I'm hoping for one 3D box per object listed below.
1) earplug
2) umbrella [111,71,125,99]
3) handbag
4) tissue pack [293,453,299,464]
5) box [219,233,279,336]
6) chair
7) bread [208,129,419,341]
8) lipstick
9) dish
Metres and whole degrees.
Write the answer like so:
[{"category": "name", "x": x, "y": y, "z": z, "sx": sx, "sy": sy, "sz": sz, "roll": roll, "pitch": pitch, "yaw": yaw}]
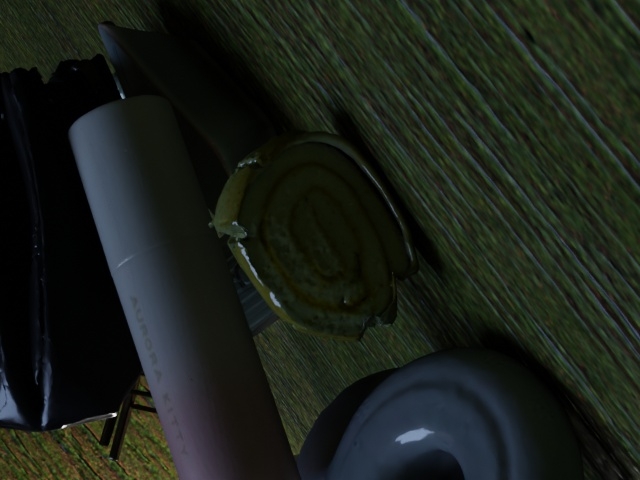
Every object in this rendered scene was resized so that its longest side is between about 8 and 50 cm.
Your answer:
[{"category": "earplug", "x": 0.089, "y": 0.185, "z": 1.243, "sx": 0.175, "sy": 0.214, "sz": 0.325, "roll": 17, "pitch": 173, "yaw": -11}, {"category": "umbrella", "x": -0.157, "y": -0.108, "z": 1.704, "sx": 0.143, "sy": 0.062, "sz": 0.067, "roll": 56, "pitch": 138, "yaw": 1}, {"category": "handbag", "x": -0.206, "y": -0.014, "z": 1.479, "sx": 0.342, "sy": 0.152, "sz": 0.288, "roll": -54, "pitch": -46, "yaw": -78}, {"category": "tissue pack", "x": 0.008, "y": 0.408, "z": 2.053, "sx": 0.137, "sy": 0.209, "sz": 0.270, "roll": -14, "pitch": 117, "yaw": 34}, {"category": "box", "x": -0.052, "y": 0.032, "z": 1.522, "sx": 0.084, "sy": 0.122, "sz": 0.069, "roll": 54, "pitch": 180, "yaw": 16}, {"category": "chair", "x": -0.198, "y": 0.149, "z": 2.393, "sx": 0.186, "sy": 0.319, "sz": 0.160, "roll": 10, "pitch": 164, "yaw": 1}, {"category": "bread", "x": 0.000, "y": 0.000, "z": 1.209, "sx": 0.156, "sy": 0.117, "sz": 0.064, "roll": 57, "pitch": 167, "yaw": -8}, {"category": "lipstick", "x": -0.104, "y": 0.052, "z": 1.315, "sx": 0.087, "sy": 0.087, "sz": 0.327, "roll": 96, "pitch": 154, "yaw": -72}, {"category": "dish", "x": -0.104, "y": -0.107, "z": 1.461, "sx": 0.234, "sy": 0.064, "sz": 0.154, "roll": 46, "pitch": 165, "yaw": 33}]
